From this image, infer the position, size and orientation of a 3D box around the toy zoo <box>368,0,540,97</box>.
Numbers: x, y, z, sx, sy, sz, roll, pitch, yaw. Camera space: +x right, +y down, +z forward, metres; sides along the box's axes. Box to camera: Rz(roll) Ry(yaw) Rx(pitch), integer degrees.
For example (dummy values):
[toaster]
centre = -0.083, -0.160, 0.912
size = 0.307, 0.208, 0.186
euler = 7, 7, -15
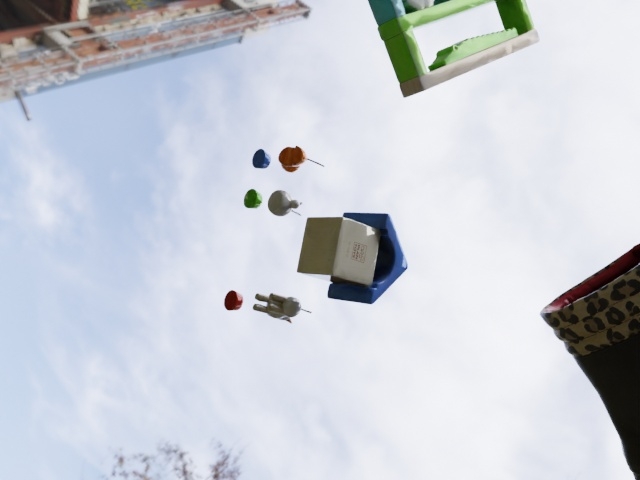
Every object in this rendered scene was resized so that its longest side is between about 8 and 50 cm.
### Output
[toy zoo]
centre = 0.098, -0.302, 0.669
size = 0.030, 0.192, 0.293
euler = -9, -74, 54

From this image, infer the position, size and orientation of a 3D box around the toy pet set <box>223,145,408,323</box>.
[toy pet set]
centre = 0.000, 0.000, 0.499
size = 0.114, 0.065, 0.122
euler = 3, -101, 47

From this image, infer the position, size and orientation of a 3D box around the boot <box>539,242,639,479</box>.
[boot]
centre = 0.434, 0.103, 0.682
size = 0.377, 0.138, 0.284
euler = -35, -96, 22
